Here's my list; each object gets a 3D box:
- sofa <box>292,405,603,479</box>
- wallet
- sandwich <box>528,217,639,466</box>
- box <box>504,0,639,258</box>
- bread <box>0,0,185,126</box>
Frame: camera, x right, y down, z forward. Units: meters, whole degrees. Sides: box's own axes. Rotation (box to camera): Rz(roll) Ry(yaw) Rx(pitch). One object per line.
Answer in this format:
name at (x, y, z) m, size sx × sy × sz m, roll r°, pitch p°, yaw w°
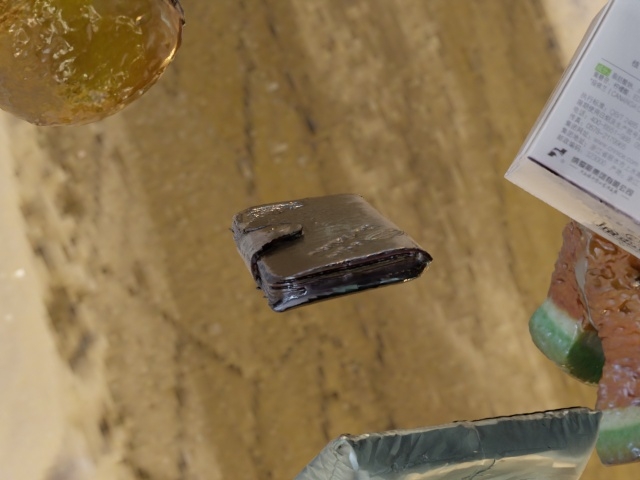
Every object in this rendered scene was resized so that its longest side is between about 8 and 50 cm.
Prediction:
sofa at (0.093, 0.241, 1.157) m, size 0.210 × 0.176 × 0.225 m, roll -1°, pitch 63°, yaw -26°
wallet at (0.000, 0.000, 1.358) m, size 0.232 × 0.121 × 0.031 m, roll -129°, pitch -150°, yaw -72°
sandwich at (0.306, 0.087, 1.921) m, size 0.250 × 0.162 × 0.301 m, roll -56°, pitch 141°, yaw -61°
box at (0.336, -0.083, 1.681) m, size 0.260 × 0.194 × 0.111 m, roll 31°, pitch -12°, yaw 1°
bread at (-0.279, -0.228, 1.219) m, size 0.148 × 0.328 × 0.337 m, roll -49°, pitch 139°, yaw -14°
